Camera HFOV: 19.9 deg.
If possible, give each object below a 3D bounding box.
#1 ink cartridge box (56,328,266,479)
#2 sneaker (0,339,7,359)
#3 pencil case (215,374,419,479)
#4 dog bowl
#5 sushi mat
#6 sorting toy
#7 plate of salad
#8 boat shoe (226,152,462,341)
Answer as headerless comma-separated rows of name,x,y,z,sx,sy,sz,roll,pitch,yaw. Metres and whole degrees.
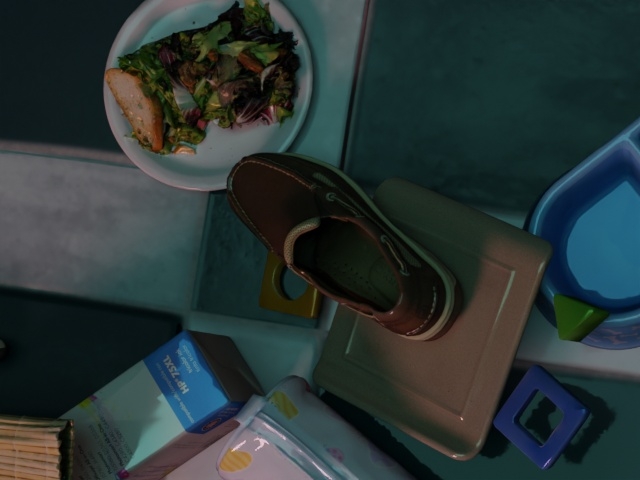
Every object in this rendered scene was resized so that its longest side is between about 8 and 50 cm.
ink cartridge box,-0.170,0.174,1.586,0.231,0.134,0.078,-34,78,8
sneaker,-0.366,0.077,1.685,0.161,0.057,0.075,3,90,17
pencil case,0.039,0.235,1.534,0.273,0.124,0.113,40,94,15
dog bowl,0.297,-0.034,1.525,0.297,0.074,0.166,-38,76,7
sushi mat,-0.287,0.223,1.562,0.316,0.019,0.151,-6,84,56
sorting toy,0.097,0.064,1.549,0.347,0.047,0.196,26,99,34
plate of salad,-0.106,-0.145,1.650,0.199,0.048,0.200,-2,83,14
boat shoe,0.004,-0.007,1.535,0.257,0.095,0.095,32,102,34
